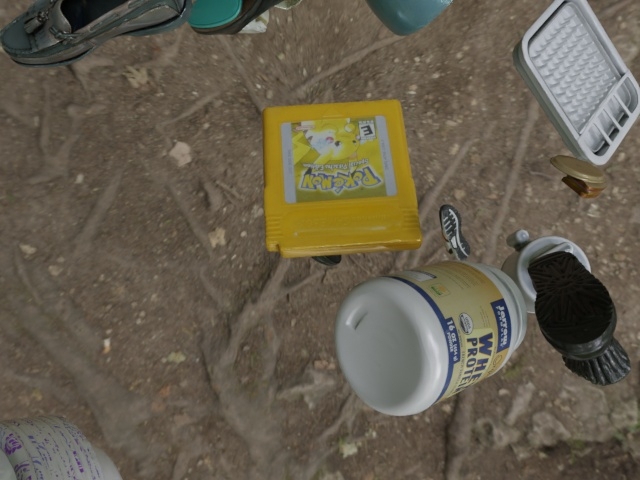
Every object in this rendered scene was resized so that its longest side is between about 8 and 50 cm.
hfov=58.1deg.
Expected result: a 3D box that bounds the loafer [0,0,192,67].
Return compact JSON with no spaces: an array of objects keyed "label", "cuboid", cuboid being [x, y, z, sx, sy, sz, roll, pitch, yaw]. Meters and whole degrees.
[{"label":"loafer","cuboid":[-0.310,-0.307,0.765,0.267,0.084,0.096,-14,81,4]}]

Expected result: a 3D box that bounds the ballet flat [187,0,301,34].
[{"label":"ballet flat","cuboid":[-0.103,-0.393,0.947,0.096,0.280,0.095,20,69,-45]}]

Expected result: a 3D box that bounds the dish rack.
[{"label":"dish rack","cuboid":[0.557,-0.352,1.264,0.285,0.072,0.333,-47,106,-26]}]

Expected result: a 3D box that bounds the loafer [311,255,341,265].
[{"label":"loafer","cuboid":[0.000,0.000,1.228,0.061,0.062,0.170,-8,143,39]}]

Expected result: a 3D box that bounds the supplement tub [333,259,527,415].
[{"label":"supplement tub","cuboid":[0.204,0.156,1.023,0.316,0.228,0.228,-9,107,-43]}]

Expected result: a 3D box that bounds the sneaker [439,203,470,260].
[{"label":"sneaker","cuboid":[0.218,-0.014,0.980,0.040,0.044,0.109,-33,119,-19]}]

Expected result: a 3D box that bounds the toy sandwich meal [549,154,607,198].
[{"label":"toy sandwich meal","cuboid":[0.354,-0.089,0.796,0.086,0.085,0.029,14,119,-5]}]

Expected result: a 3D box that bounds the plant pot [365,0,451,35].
[{"label":"plant pot","cuboid":[0.172,-0.613,1.207,0.195,0.290,0.290,25,102,-28]}]

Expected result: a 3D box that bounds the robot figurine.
[{"label":"robot figurine","cuboid":[0.632,0.103,1.645,0.200,0.353,0.300,-26,79,-2]}]

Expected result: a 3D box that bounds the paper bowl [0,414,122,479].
[{"label":"paper bowl","cuboid":[-0.346,0.362,0.713,0.284,0.148,0.284,-6,81,40]}]

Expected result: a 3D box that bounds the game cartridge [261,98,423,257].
[{"label":"game cartridge","cuboid":[0.033,-0.125,1.101,0.285,0.052,0.323,-4,61,-1]}]

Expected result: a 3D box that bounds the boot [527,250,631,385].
[{"label":"boot","cuboid":[0.520,0.194,1.125,0.131,0.348,0.260,-20,106,22]}]
